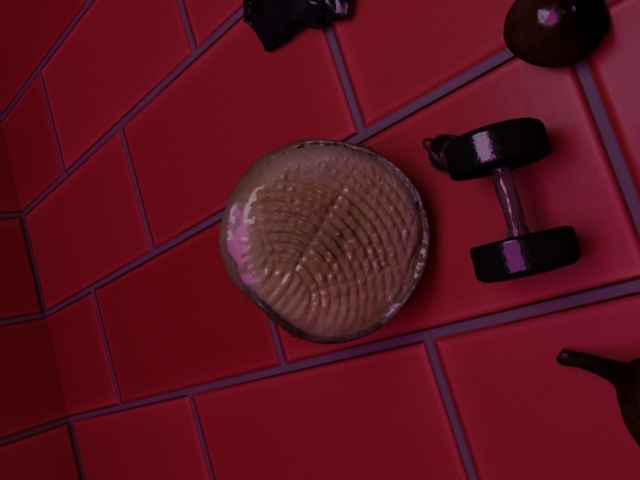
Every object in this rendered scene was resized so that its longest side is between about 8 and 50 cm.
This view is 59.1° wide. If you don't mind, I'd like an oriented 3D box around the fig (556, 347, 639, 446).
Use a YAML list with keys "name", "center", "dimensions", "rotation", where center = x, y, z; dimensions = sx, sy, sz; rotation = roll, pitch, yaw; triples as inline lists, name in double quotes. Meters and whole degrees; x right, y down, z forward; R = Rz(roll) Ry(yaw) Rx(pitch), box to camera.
- name: "fig"
  center: [0.436, 0.226, 0.732]
  dimensions: [0.290, 0.190, 0.191]
  rotation: [3, 97, 40]

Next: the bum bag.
- name: "bum bag"
  center: [-0.052, -0.477, 1.132]
  dimensions: [0.310, 0.074, 0.137]
  rotation: [-2, 107, 48]

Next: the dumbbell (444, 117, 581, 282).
- name: "dumbbell"
  center: [0.283, -0.057, 0.840]
  dimensions: [0.152, 0.152, 0.218]
  rotation: [-18, 83, 41]

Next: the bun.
- name: "bun"
  center: [0.002, -0.001, 1.018]
  dimensions: [0.202, 0.364, 0.364]
  rotation: [-160, 67, -78]

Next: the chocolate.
- name: "chocolate"
  center: [0.328, -0.309, 0.815]
  dimensions: [0.133, 0.127, 0.124]
  rotation: [-24, 48, 53]

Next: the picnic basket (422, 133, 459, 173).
- name: "picnic basket"
  center: [0.204, -0.145, 0.942]
  dimensions: [0.072, 0.083, 0.072]
  rotation: [6, 99, 39]
